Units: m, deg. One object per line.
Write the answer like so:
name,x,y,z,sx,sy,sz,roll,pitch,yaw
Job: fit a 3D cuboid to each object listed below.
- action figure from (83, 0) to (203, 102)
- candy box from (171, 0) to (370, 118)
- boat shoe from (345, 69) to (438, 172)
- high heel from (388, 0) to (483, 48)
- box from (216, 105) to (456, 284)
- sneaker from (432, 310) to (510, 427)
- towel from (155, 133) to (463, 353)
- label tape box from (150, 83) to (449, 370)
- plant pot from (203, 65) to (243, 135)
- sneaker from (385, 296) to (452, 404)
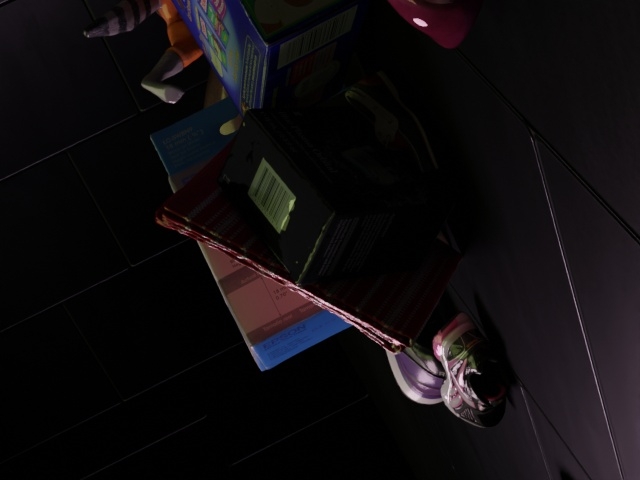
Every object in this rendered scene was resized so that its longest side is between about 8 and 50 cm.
action figure,-0.205,-0.392,1.779,0.330,0.178,0.341,-74,-31,-56
candy box,-0.090,-0.294,1.277,0.317,0.122,0.268,58,168,8
boat shoe,0.069,-0.108,1.245,0.137,0.043,0.049,59,174,38
high heel,0.025,-0.231,0.827,0.244,0.082,0.117,51,167,23
box,0.014,-0.048,1.248,0.156,0.158,0.093,50,129,33
sneaker,0.175,0.161,1.443,0.077,0.072,0.178,46,171,41
towel,-0.006,-0.004,1.289,0.274,0.031,0.199,28,-147,6
label tape box,-0.036,-0.059,1.477,0.334,0.240,0.106,62,176,21
plant pot,-0.073,-0.162,1.767,0.215,0.215,0.230,-122,21,-55
sneaker,0.103,0.057,1.645,0.283,0.107,0.124,58,160,19
